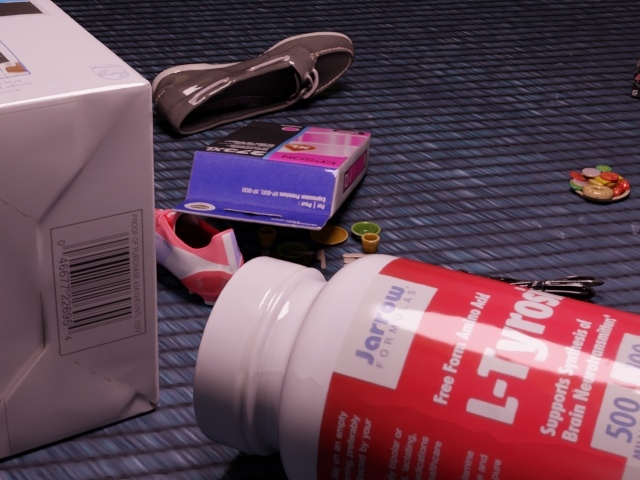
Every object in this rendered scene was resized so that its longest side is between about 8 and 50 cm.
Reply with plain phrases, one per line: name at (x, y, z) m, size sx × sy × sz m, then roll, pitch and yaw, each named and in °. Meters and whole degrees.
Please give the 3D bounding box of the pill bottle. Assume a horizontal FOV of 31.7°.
pill bottle at (0.113, 0.141, 0.942) m, size 0.408 × 0.229 × 0.229 m, roll 13°, pitch 32°, yaw 20°

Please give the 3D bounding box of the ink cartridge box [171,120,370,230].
ink cartridge box at (-0.048, -0.089, 1.413) m, size 0.176 × 0.069 × 0.371 m, roll 7°, pitch 17°, yaw 9°

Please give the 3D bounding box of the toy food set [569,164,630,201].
toy food set at (0.381, -0.077, 1.543) m, size 0.083 × 0.020 × 0.082 m, roll -15°, pitch 34°, yaw -26°

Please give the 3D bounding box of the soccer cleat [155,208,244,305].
soccer cleat at (-0.185, -0.008, 1.321) m, size 0.248 × 0.095 × 0.083 m, roll 25°, pitch 38°, yaw 35°

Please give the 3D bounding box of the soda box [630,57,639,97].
soda box at (0.564, -0.290, 1.883) m, size 0.053 × 0.060 × 0.169 m, roll 13°, pitch 32°, yaw 21°

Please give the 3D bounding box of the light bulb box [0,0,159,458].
light bulb box at (-0.335, -0.038, 1.104) m, size 0.225 × 0.358 × 0.361 m, roll -14°, pitch 34°, yaw -28°

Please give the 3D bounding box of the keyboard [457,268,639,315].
keyboard at (0.219, 0.085, 1.244) m, size 0.317 × 0.033 × 0.201 m, roll 4°, pitch 30°, yaw 2°

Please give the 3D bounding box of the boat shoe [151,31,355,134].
boat shoe at (-0.089, -0.230, 1.718) m, size 0.335 × 0.112 × 0.095 m, roll -16°, pitch 51°, yaw -18°

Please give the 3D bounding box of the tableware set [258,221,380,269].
tableware set at (0.000, 0.000, 1.387) m, size 0.154 × 0.024 × 0.104 m, roll 0°, pitch 30°, yaw -2°
